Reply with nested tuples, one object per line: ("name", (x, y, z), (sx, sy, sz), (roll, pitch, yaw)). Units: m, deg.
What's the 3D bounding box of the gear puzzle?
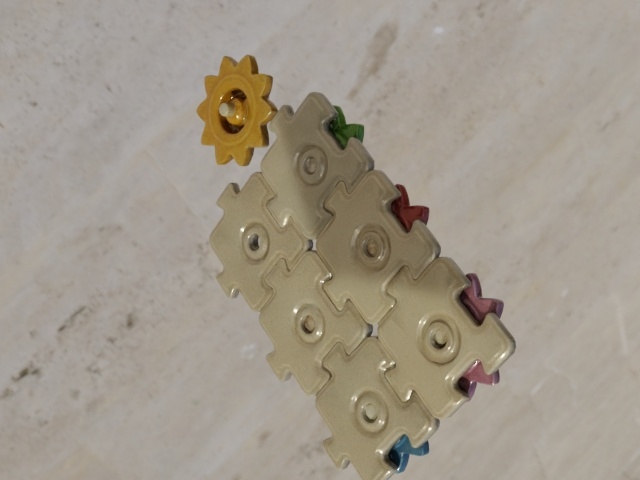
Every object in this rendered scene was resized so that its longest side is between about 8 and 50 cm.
("gear puzzle", (0.000, 0.000, 0.775), (0.044, 0.339, 0.175), (-2, 138, -48))
